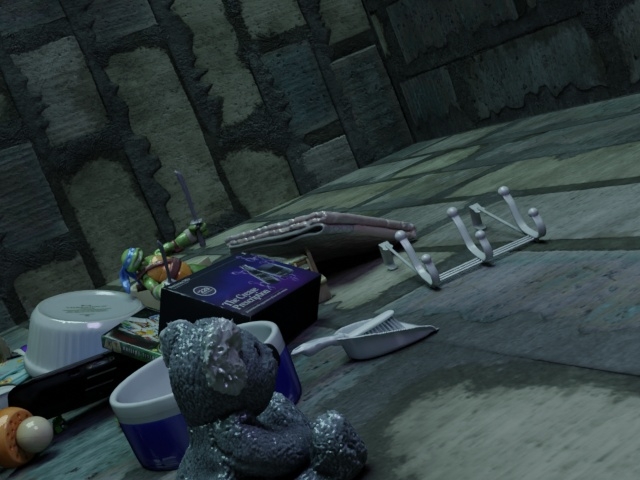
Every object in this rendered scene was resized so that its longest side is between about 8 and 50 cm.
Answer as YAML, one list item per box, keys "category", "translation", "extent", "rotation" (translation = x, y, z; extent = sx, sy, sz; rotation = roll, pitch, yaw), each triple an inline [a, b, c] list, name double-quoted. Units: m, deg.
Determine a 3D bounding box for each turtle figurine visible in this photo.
- category: "turtle figurine"
  translation: [-0.264, 0.057, 1.751]
  extent: [0.275, 0.266, 0.198]
  rotation: [-53, 24, 16]

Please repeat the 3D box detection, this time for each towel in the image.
- category: "towel"
  translation: [0.000, 0.000, 1.927]
  extent: [0.331, 0.054, 0.316]
  rotation: [-13, -13, 42]

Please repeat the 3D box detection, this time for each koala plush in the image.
- category: "koala plush"
  translation: [-0.097, 0.184, 0.918]
  extent: [0.203, 0.221, 0.196]
  rotation: [-26, 11, -25]

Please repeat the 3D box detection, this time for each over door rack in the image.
- category: "over door rack"
  translation: [0.254, -0.016, 1.618]
  extent: [0.239, 0.108, 0.324]
  rotation: [-22, 9, -8]

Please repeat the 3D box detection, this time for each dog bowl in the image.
- category: "dog bowl"
  translation: [-0.165, 0.221, 1.228]
  extent: [0.264, 0.104, 0.265]
  rotation: [-22, 9, 4]

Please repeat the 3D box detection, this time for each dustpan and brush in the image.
- category: "dustpan and brush"
  translation: [0.054, 0.148, 1.274]
  extent: [0.211, 0.060, 0.147]
  rotation: [-26, 10, -22]

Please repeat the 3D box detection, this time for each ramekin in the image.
- category: "ramekin"
  translation: [-0.476, 0.193, 1.738]
  extent: [0.272, 0.127, 0.273]
  rotation: [2, 15, -1]

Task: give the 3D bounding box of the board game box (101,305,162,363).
- category: "board game box"
  translation: [-0.238, 0.185, 1.470]
  extent: [0.259, 0.030, 0.136]
  rotation: [15, 22, 22]

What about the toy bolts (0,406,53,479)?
- category: "toy bolts"
  translation: [-0.554, 0.320, 1.334]
  extent: [0.158, 0.218, 0.229]
  rotation: [-12, 30, 20]

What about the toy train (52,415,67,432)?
- category: "toy train"
  translation: [-0.486, 0.340, 1.557]
  extent: [0.023, 0.017, 0.083]
  rotation: [-36, 13, -17]

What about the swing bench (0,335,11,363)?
- category: "swing bench"
  translation: [-0.874, 0.337, 2.037]
  extent: [0.254, 0.165, 0.253]
  rotation: [-20, 7, -22]

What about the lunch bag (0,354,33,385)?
- category: "lunch bag"
  translation: [-0.662, 0.324, 1.763]
  extent: [0.224, 0.108, 0.279]
  rotation: [-17, 10, 27]

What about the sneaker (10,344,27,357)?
- category: "sneaker"
  translation: [-0.668, 0.280, 2.048]
  extent: [0.146, 0.102, 0.293]
  rotation: [-25, 10, -25]

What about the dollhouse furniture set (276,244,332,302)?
- category: "dollhouse furniture set"
  translation: [-0.087, 0.097, 1.764]
  extent: [0.181, 0.101, 0.161]
  rotation: [-23, 9, -6]

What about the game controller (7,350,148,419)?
- category: "game controller"
  translation: [-0.412, 0.248, 1.546]
  extent: [0.319, 0.067, 0.166]
  rotation: [-19, -28, -27]

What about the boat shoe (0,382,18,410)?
- category: "boat shoe"
  translation: [-0.632, 0.366, 1.488]
  extent: [0.103, 0.113, 0.302]
  rotation: [-11, 25, 45]

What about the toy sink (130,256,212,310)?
- category: "toy sink"
  translation: [-0.385, 0.143, 2.093]
  extent: [0.234, 0.131, 0.153]
  rotation: [-19, 9, 19]

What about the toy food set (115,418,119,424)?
- category: "toy food set"
  translation: [-0.307, 0.290, 1.418]
  extent: [0.083, 0.020, 0.082]
  rotation: [-25, 10, -17]

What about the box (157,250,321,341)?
- category: "box"
  translation: [-0.139, 0.115, 1.503]
  extent: [0.184, 0.103, 0.261]
  rotation: [12, 19, 24]
